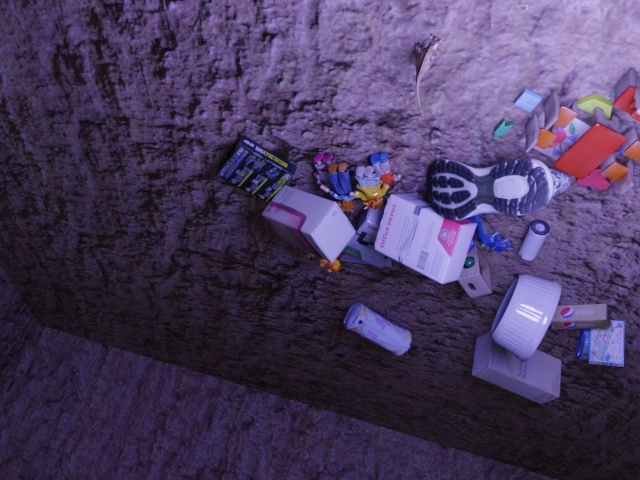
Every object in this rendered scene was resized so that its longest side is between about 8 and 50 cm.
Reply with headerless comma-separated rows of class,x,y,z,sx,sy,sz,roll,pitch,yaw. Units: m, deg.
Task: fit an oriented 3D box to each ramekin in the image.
ramekin,0.626,0.227,2.010,0.127,0.273,0.273,25,149,11

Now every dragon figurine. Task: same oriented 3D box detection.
dragon figurine,0.392,-0.021,1.840,0.289,0.144,0.085,-4,142,30

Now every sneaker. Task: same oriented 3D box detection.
sneaker,0.439,-0.129,1.632,0.182,0.158,0.410,-6,-171,-35

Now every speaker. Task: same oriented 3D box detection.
speaker,0.609,0.001,1.853,0.055,0.055,0.136,12,148,9

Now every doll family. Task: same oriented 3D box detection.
doll family,0.091,-0.149,1.815,0.262,0.118,0.163,4,146,21

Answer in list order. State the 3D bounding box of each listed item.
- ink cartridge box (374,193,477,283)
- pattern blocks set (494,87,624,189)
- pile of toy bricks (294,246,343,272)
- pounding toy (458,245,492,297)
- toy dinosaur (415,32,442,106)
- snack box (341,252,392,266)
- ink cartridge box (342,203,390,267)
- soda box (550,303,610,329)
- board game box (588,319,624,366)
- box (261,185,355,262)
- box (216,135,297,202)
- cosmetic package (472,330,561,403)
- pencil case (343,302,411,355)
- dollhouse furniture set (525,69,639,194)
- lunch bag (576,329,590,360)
ink cartridge box,0.285,-0.010,1.790,0.237,0.172,0.100,28,-158,35
pattern blocks set,0.579,-0.236,1.532,0.324,0.026,0.285,17,148,1
pile of toy bricks,0.000,0.000,2.121,0.212,0.118,0.105,37,125,1
pounding toy,0.453,0.085,2.006,0.100,0.130,0.141,-19,135,27
toy dinosaur,0.222,-0.385,1.414,0.053,0.093,0.183,16,148,3
snack box,0.153,0.054,2.187,0.178,0.022,0.064,7,148,16
ink cartridge box,0.174,-0.018,2.005,0.153,0.087,0.208,23,147,-9
soda box,0.840,0.248,2.111,0.181,0.061,0.058,-7,140,34
board game box,0.928,0.330,2.107,0.103,0.154,0.026,1,144,25
box,-0.037,-0.052,1.944,0.232,0.127,0.149,22,158,43
box,-0.192,-0.208,1.936,0.184,0.045,0.190,27,146,-18
cosmetic package,0.732,0.473,2.419,0.309,0.160,0.113,24,147,-11
pencil case,0.223,0.343,2.508,0.273,0.114,0.124,31,168,-22
dollhouse furniture set,0.611,-0.223,1.391,0.261,0.135,0.259,22,142,-8
lunch bag,0.945,0.363,2.206,0.128,0.096,0.151,6,137,17
